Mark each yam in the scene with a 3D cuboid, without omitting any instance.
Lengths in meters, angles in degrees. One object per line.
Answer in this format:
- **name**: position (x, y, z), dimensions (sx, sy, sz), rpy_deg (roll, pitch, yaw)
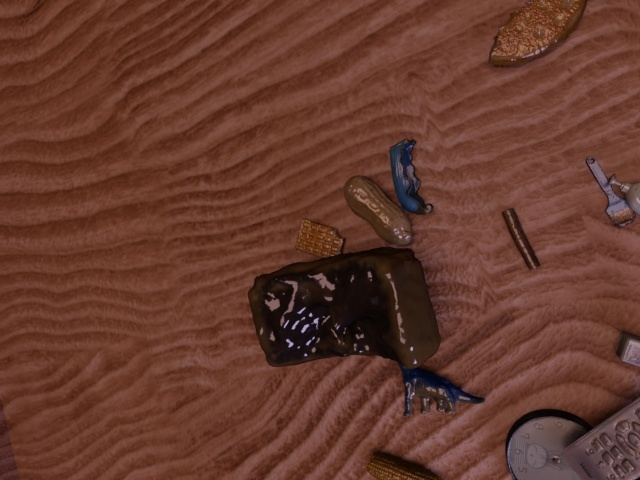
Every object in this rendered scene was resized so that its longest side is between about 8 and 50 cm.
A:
- **yam**: position (0.454, -0.003, 1.124), dimensions (0.032, 0.032, 0.146), rpy_deg (-27, 81, 21)

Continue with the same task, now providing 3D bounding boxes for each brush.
- **brush**: position (0.617, -0.107, 1.062), dimensions (0.051, 0.014, 0.164), rpy_deg (-30, 79, 20)

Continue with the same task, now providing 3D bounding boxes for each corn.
- **corn**: position (0.213, 0.584, 1.222), dimensions (0.207, 0.068, 0.068), rpy_deg (14, 97, 21)

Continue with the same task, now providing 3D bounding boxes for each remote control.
- **remote control**: position (0.644, 0.386, 0.989), dimensions (0.313, 0.055, 0.109), rpy_deg (-47, 52, 19)

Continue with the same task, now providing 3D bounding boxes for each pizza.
- **pizza**: position (0.479, -0.471, 1.085), dimensions (0.127, 0.058, 0.246), rpy_deg (43, 102, 9)

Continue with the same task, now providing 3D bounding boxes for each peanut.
- **peanut**: position (0.141, -0.070, 1.218), dimensions (0.214, 0.090, 0.099), rpy_deg (46, 145, 12)

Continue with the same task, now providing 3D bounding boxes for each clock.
- **clock**: position (0.524, 0.488, 1.102), dimensions (0.214, 0.042, 0.215), rpy_deg (0, 91, 23)

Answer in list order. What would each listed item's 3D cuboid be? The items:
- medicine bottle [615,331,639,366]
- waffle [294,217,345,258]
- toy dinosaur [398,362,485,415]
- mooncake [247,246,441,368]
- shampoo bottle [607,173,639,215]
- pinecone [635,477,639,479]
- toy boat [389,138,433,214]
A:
- **medicine bottle**: position (0.678, 0.234, 1.012), dimensions (0.117, 0.074, 0.055), rpy_deg (16, 97, 20)
- **waffle**: position (0.000, 0.000, 1.320), dimensions (0.134, 0.021, 0.092), rpy_deg (17, 98, 22)
- **toy dinosaur**: position (0.265, 0.323, 1.196), dimensions (0.247, 0.075, 0.189), rpy_deg (-13, 79, 29)
- **mooncake**: position (0.046, 0.154, 1.105), dimensions (0.393, 0.393, 0.247), rpy_deg (-9, 87, -11)
- **shampoo bottle**: position (0.665, -0.089, 1.018), dimensions (0.151, 0.045, 0.077), rpy_deg (30, 86, 14)
- **pinecone**: position (0.703, 0.519, 0.959), dimensions (0.179, 0.205, 0.184), rpy_deg (36, 107, -27)
- **toy boat**: position (0.222, -0.152, 1.193), dimensions (0.077, 0.075, 0.186), rpy_deg (-8, 91, 31)
